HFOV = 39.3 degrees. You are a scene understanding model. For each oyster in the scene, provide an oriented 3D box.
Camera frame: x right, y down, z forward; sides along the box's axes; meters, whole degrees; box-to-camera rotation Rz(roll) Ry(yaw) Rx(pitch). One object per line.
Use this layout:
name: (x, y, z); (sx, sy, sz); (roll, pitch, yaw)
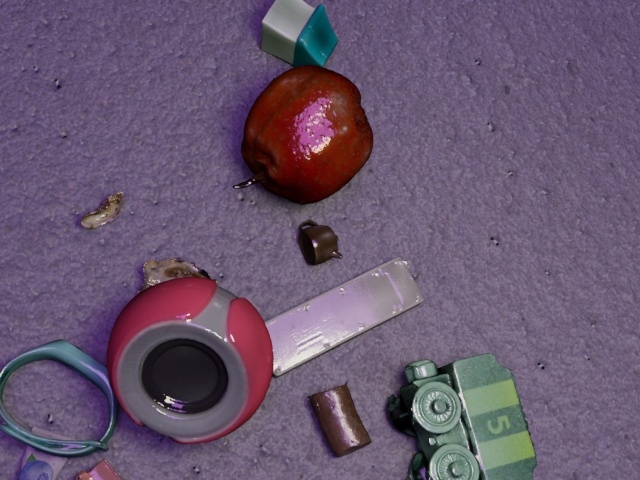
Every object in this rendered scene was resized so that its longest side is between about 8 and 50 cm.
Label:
oyster: (-0.272, 0.085, 1.716); (0.148, 0.051, 0.103); (10, 87, 2)
oyster: (-0.426, -0.065, 1.728); (0.083, 0.081, 0.038); (-11, 49, -44)

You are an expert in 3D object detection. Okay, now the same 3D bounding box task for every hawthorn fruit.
hawthorn fruit: (-0.050, -0.188, 1.716); (0.300, 0.254, 0.254); (-33, 82, -23)

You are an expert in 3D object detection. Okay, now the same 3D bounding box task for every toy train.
toy train: (0.266, 0.357, 1.666); (0.238, 0.167, 0.299); (-12, 78, -17)

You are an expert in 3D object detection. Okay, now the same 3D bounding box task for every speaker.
speaker: (-0.221, 0.212, 1.578); (0.294, 0.294, 0.294); (2, 75, -8)

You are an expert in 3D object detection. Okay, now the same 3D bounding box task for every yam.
yam: (0.037, 0.336, 1.680); (0.084, 0.084, 0.127); (-21, 76, -13)

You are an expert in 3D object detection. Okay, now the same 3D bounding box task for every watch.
watch: (-0.467, 0.290, 1.615); (0.237, 0.068, 0.195); (32, 67, 3)

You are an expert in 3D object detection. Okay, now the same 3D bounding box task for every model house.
model house: (-0.039, -0.426, 1.847); (0.149, 0.127, 0.100); (30, 73, 4)

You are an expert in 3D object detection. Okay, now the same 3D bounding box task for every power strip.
power strip: (0.041, 0.145, 1.749); (0.367, 0.043, 0.106); (-25, 80, -13)

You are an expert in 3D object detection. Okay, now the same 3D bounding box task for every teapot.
teapot: (0.000, 0.000, 1.770); (0.068, 0.076, 0.121); (-18, 48, -22)

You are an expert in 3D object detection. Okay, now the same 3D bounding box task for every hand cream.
hand cream: (-0.503, 0.410, 1.602); (0.084, 0.053, 0.142); (19, 63, -2)

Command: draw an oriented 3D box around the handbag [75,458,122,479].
handbag: (-0.424, 0.507, 1.579); (0.212, 0.059, 0.157); (-39, 85, -17)
